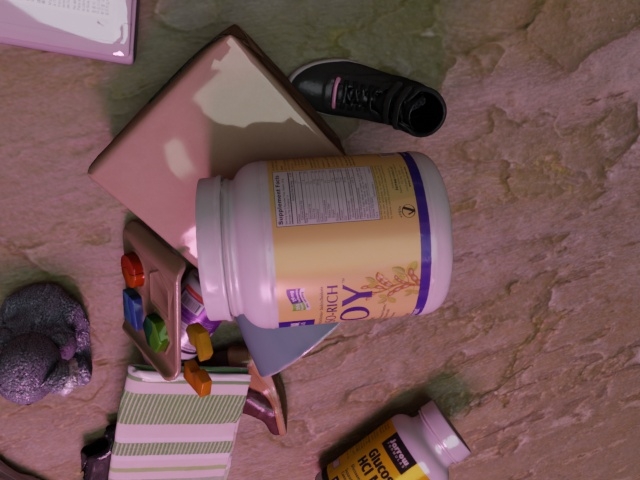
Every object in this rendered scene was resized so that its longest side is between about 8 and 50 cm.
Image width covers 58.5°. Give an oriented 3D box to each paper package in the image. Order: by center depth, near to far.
[{"bbox_3d":[-0.158,-0.136,0.968,0.324,0.168,0.309,-40,114,14],"label":"paper package"}]

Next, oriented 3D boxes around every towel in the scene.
[{"bbox_3d":[-0.283,0.384,1.145,0.247,0.038,0.325,6,116,-20],"label":"towel"}]

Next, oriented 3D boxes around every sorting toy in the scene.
[{"bbox_3d":[-0.279,0.124,0.988,0.041,0.307,0.229,-10,119,-40],"label":"sorting toy"}]

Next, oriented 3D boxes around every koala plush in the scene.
[{"bbox_3d":[-0.508,0.203,1.004,0.196,0.221,0.204,7,108,-15],"label":"koala plush"}]

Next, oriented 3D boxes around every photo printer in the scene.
[{"bbox_3d":[-0.427,-0.417,0.852,0.307,0.107,0.256,5,109,-15],"label":"photo printer"}]

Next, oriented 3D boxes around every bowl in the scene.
[{"bbox_3d":[-0.046,0.085,1.056,0.311,0.311,0.163,-41,93,4],"label":"bowl"}]

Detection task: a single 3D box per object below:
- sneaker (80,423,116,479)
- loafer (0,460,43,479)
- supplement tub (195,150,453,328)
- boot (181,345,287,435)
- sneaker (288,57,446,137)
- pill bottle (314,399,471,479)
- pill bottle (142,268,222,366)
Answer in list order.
[{"bbox_3d":[-0.466,0.477,1.201,0.106,0.078,0.234,34,96,-19],"label":"sneaker"},{"bbox_3d":[-0.670,0.503,1.139,0.319,0.111,0.112,34,99,-22],"label":"loafer"},{"bbox_3d":[0.000,0.000,0.827,0.331,0.241,0.241,-5,111,-5],"label":"supplement tub"},{"bbox_3d":[-0.188,0.333,1.223,0.206,0.090,0.249,-13,117,6],"label":"boot"},{"bbox_3d":[0.092,-0.255,1.016,0.295,0.147,0.105,6,111,-14],"label":"sneaker"},{"bbox_3d":[0.167,0.521,1.304,0.334,0.188,0.188,-38,114,2],"label":"pill bottle"},{"bbox_3d":[-0.260,0.161,1.110,0.108,0.108,0.194,33,100,-22],"label":"pill bottle"}]
